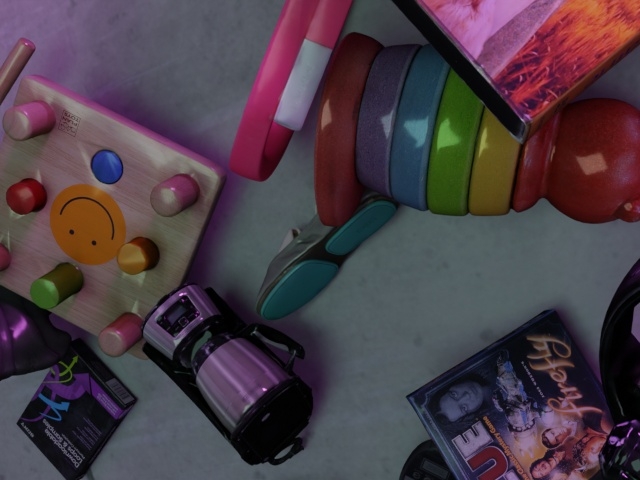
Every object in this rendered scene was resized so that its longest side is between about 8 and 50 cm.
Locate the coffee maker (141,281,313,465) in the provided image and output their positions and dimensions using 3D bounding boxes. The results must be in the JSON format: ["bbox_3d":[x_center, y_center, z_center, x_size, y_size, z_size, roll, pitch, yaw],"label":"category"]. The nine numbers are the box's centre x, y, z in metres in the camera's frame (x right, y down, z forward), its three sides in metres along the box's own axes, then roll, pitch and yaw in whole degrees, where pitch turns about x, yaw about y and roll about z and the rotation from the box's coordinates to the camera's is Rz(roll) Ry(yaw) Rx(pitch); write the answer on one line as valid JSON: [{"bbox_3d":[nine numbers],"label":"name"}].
[{"bbox_3d":[-0.105,0.153,1.037,0.178,0.120,0.171,42,144,28],"label":"coffee maker"}]

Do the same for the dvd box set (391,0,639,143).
[{"bbox_3d":[0.214,-0.322,0.714,0.420,0.062,0.308,-39,81,-1],"label":"dvd box set"}]

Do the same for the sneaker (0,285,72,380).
[{"bbox_3d":[-0.399,0.052,1.194,0.109,0.130,0.286,-55,51,47],"label":"sneaker"}]

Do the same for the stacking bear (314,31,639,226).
[{"bbox_3d":[0.153,-0.088,0.846,0.288,0.164,0.175,12,64,13],"label":"stacking bear"}]

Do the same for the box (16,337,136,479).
[{"bbox_3d":[-0.319,0.223,1.224,0.116,0.029,0.162,43,117,14],"label":"box"}]

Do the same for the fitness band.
[{"bbox_3d":[-0.013,-0.191,0.878,0.054,0.209,0.291,23,101,-5],"label":"fitness band"}]

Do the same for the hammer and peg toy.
[{"bbox_3d":[-0.304,-0.051,1.067,0.361,0.127,0.266,28,112,6],"label":"hammer and peg toy"}]

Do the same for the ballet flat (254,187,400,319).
[{"bbox_3d":[0.000,0.000,1.004,0.213,0.072,0.068,-44,51,26],"label":"ballet flat"}]

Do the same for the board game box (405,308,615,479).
[{"bbox_3d":[0.213,0.211,0.892,0.165,0.042,0.243,-31,84,-4],"label":"board game box"}]

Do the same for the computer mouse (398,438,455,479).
[{"bbox_3d":[0.086,0.290,1.013,0.184,0.060,0.262,20,120,19],"label":"computer mouse"}]

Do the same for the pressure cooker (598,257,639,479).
[{"bbox_3d":[0.395,0.135,0.640,0.420,0.375,0.370,26,114,20],"label":"pressure cooker"}]
